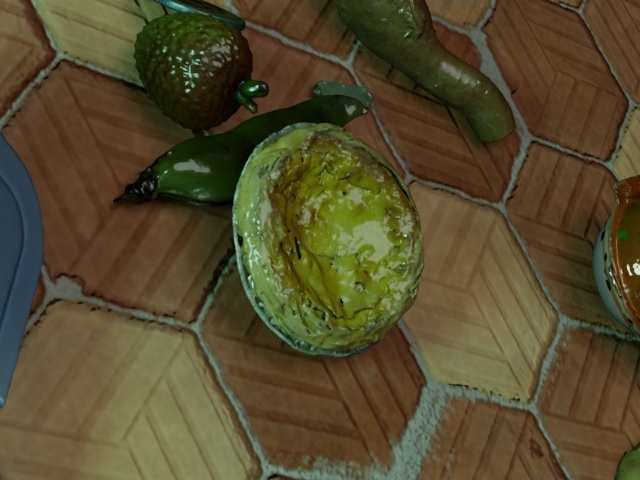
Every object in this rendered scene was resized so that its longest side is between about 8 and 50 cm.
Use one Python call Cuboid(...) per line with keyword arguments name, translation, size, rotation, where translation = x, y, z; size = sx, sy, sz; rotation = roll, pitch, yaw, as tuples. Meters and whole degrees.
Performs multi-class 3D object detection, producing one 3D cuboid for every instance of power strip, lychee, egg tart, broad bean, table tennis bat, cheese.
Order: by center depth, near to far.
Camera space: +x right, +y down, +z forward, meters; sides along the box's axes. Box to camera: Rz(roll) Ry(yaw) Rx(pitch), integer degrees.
Cuboid(name="egg tart", translation=(0.000, 0.000, 1.318), size=(0.234, 0.094, 0.234), rotation=(8, 76, -36))
Cuboid(name="lychee", translation=(-0.118, -0.167, 1.322), size=(0.146, 0.114, 0.114), rotation=(29, 45, 10))
Cuboid(name="broad bean", translation=(-0.068, -0.086, 1.354), size=(0.339, 0.061, 0.077), rotation=(-24, 71, -45))
Cuboid(name="table tennis bat", translation=(-0.150, -0.248, 1.382), size=(0.155, 0.019, 0.100), rotation=(19, 15, -9))
Cuboid(name="power strip", translation=(0.023, -0.163, 1.507), size=(0.083, 0.017, 0.027), rotation=(4, 62, -39))
Cuboid(name="cheese", translation=(0.425, 0.080, 1.623), size=(0.217, 0.129, 0.329), rotation=(-20, 91, -48))

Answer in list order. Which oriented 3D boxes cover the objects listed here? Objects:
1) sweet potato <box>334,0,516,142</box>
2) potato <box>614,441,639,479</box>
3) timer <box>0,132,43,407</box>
Cuboid(name="sweet potato", translation=(0.093, -0.257, 1.566), size=(0.385, 0.109, 0.109), rotation=(50, 44, -12))
Cuboid(name="potato", translation=(0.416, 0.304, 1.514), size=(0.164, 0.081, 0.200), rotation=(37, 49, -18))
Cuboid(name="timer", translation=(-0.356, 0.023, 0.884), size=(0.395, 0.173, 0.395), rotation=(-4, 90, -74))
